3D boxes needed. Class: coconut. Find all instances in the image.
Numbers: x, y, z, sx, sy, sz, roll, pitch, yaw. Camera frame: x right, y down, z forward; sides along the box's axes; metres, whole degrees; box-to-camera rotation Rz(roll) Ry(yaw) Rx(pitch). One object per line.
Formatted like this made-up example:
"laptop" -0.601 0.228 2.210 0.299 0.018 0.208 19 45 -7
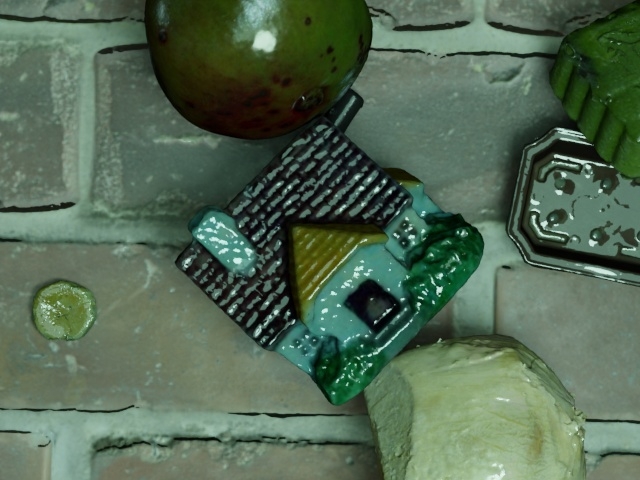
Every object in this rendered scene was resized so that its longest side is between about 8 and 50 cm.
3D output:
"coconut" 0.193 0.255 1.753 0.254 0.297 0.297 -13 91 1

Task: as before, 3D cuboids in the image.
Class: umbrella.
"umbrella" -0.023 -0.083 1.853 0.052 0.053 0.250 33 91 -3

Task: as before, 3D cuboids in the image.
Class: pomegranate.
"pomegranate" -0.077 -0.283 1.756 0.290 0.291 0.323 -9 60 -1

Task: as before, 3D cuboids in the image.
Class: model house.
"model house" 0.000 0.000 1.739 0.280 0.230 0.249 -47 115 -2

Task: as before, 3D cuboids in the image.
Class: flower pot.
"flower pot" 0.361 -0.039 1.850 0.250 0.084 0.179 11 91 -1

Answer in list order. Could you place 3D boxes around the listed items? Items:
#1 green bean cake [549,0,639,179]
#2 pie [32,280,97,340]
"green bean cake" 0.406 -0.194 1.788 0.214 0.113 0.200 -24 63 -19
"pie" -0.327 0.090 1.865 0.084 0.020 0.084 0 92 -3
